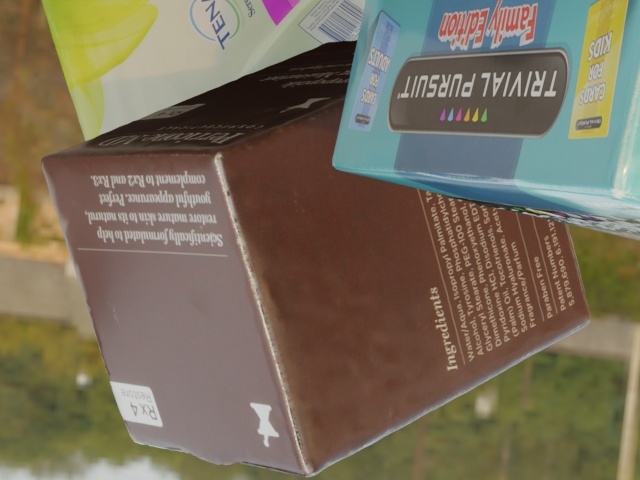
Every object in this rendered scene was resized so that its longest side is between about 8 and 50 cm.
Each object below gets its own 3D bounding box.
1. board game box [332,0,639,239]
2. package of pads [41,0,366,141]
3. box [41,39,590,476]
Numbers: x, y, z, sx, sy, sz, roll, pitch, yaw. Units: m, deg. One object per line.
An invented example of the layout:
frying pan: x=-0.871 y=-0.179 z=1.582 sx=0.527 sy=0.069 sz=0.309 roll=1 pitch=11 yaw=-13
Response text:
board game box: x=0.204 y=-0.021 z=0.707 sx=0.336 sy=0.079 sz=0.254 roll=12 pitch=180 yaw=-18
package of pads: x=-0.073 y=-0.163 z=1.281 sx=0.101 sy=0.229 sz=0.296 roll=23 pitch=-149 yaw=-39
box: x=0.000 y=0.000 z=1.036 sx=0.203 sy=0.167 sz=0.168 roll=-25 pitch=-164 yaw=-34
